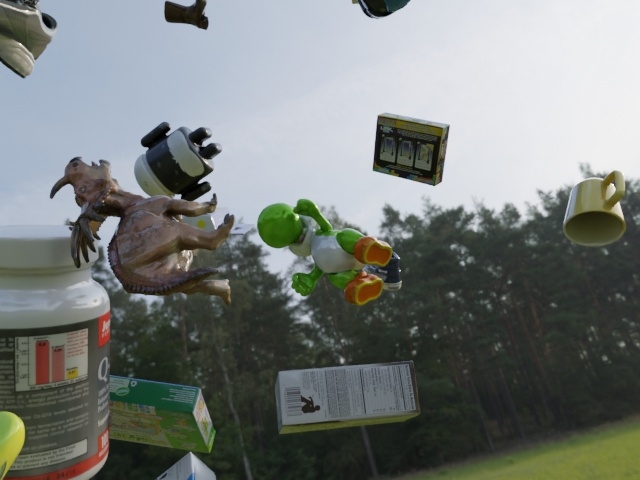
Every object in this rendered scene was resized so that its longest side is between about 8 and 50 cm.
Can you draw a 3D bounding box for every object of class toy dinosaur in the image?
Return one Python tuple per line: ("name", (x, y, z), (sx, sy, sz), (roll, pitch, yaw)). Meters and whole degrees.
("toy dinosaur", (-0.226, 0.006, 0.744), (0.200, 0.295, 0.127), (-2, -61, -29))

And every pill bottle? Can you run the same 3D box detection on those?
("pill bottle", (-0.420, 0.165, 0.861), (0.210, 0.362, 0.210), (3, 7, 0))

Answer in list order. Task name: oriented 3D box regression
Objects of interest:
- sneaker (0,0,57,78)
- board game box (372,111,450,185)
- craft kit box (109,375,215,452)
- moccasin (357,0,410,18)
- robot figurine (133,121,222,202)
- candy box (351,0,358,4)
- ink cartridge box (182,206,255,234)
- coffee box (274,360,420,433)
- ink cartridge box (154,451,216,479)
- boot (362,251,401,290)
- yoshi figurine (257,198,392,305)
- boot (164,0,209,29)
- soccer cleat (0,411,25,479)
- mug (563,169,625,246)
("sneaker", (-0.437, -0.314, 0.765), (0.108, 0.100, 0.271), (-48, -1, -3))
("board game box", (0.211, -0.217, 1.380), (0.048, 0.170, 0.141), (-28, -50, -51))
("craft kit box", (-0.351, 0.348, 1.173), (0.250, 0.061, 0.246), (7, -34, 4))
("moccasin", (0.037, -0.510, 0.905), (0.138, 0.342, 0.117), (-16, 5, -20))
("robot figurine", (-0.444, -0.244, 1.825), (0.278, 0.209, 0.173), (-33, -33, 7))
("candy box", (0.098, -0.589, 1.198), (0.088, 0.316, 0.182), (-4, -66, 5))
("ink cartridge box", (-0.356, -0.057, 1.667), (0.307, 0.072, 0.303), (-3, 7, -1))
("coffee box", (0.053, 0.351, 1.304), (0.297, 0.118, 0.168), (-3, -23, -9))
("ink cartridge box", (-0.277, 0.495, 1.035), (0.191, 0.139, 0.082), (-37, -68, -3))
("boot", (0.160, 0.058, 1.503), (0.069, 0.086, 0.190), (-5, 16, -17))
("yoshi figurine", (-0.022, 0.008, 1.379), (0.203, 0.362, 0.203), (-45, -44, -17))
("boot", (-0.319, -0.547, 1.357), (0.114, 0.037, 0.106), (19, -45, 13))
("soccer cleat", (-0.416, 0.317, 0.629), (0.093, 0.289, 0.121), (19, -24, 44))
("mug", (0.313, -0.039, 0.655), (0.062, 0.064, 0.078), (38, -40, -24))
